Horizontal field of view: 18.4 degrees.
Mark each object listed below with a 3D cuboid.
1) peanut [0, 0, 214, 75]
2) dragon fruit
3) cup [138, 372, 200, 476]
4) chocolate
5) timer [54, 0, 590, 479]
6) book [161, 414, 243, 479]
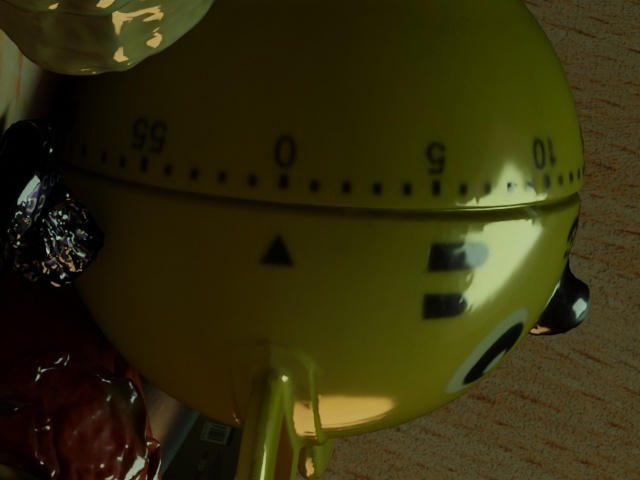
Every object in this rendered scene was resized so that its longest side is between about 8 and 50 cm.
[{"bbox_3d":[-0.076,-0.124,0.691,0.274,0.111,0.125,115,-1,-78],"label":"peanut"},{"bbox_3d":[-0.188,0.191,1.252,0.205,0.152,0.317,-69,180,-78],"label":"dragon fruit"},{"bbox_3d":[-0.179,0.079,1.478,0.166,0.239,0.177,48,-59,40],"label":"cup"},{"bbox_3d":[-0.152,-0.020,1.076,0.147,0.070,0.072,118,-35,-75],"label":"chocolate"},{"bbox_3d":[0.000,0.000,1.265,0.376,0.376,0.387,-79,172,-81],"label":"timer"},{"bbox_3d":[-0.161,0.164,1.585,0.138,0.198,0.016,-72,174,-65],"label":"book"}]
